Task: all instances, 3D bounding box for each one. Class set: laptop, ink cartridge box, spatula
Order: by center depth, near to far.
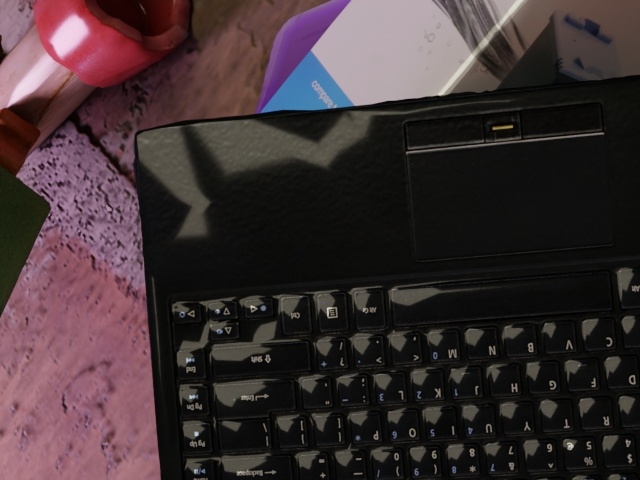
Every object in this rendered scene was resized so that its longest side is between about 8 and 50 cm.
[{"bbox_3d":[0.043,0.079,0.484,0.234,0.136,0.264,-5,89,11],"label":"laptop"},{"bbox_3d":[0.088,-0.070,0.617,0.190,0.140,0.082,-49,44,17],"label":"ink cartridge box"},{"bbox_3d":[0.000,0.000,0.752,0.084,0.030,0.296,-19,59,36],"label":"spatula"}]

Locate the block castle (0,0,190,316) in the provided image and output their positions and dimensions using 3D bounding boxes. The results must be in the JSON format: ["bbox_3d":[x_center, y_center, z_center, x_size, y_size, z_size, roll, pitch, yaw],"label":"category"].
[{"bbox_3d":[-0.250,-0.066,0.738,0.213,0.303,0.453,-38,24,36],"label":"block castle"}]
